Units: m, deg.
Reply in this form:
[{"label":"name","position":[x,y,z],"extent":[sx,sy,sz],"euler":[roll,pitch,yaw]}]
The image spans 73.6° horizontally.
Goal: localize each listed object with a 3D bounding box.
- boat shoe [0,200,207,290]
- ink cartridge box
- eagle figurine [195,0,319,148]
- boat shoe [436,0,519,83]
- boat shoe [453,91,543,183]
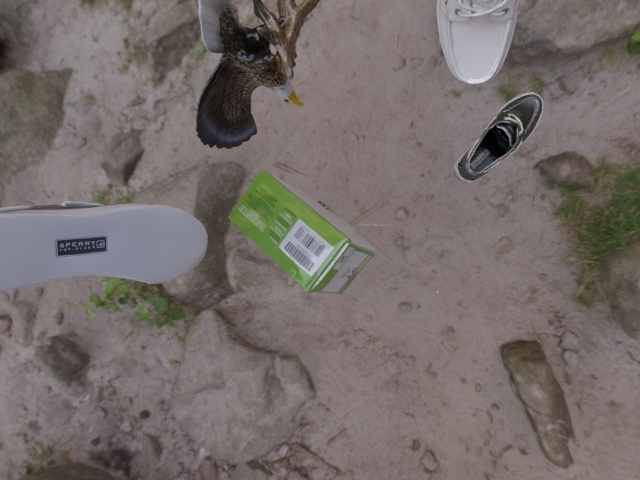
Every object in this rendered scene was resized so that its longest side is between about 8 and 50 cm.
[{"label":"boat shoe","position":[-0.289,0.001,0.541],"extent":[0.102,0.301,0.108],"euler":[16,105,37]},{"label":"ink cartridge box","position":[0.000,0.000,0.730],"extent":[0.189,0.255,0.097],"euler":[41,99,25]},{"label":"eagle figurine","position":[-0.128,-0.303,0.762],"extent":[0.298,0.226,0.225],"euler":[-2,117,53]},{"label":"boat shoe","position":[0.185,-0.304,0.498],"extent":[0.098,0.276,0.096],"euler":[-1,44,16]},{"label":"boat shoe","position":[0.339,-0.192,0.785],"extent":[0.078,0.070,0.219],"euler":[42,85,3]}]
